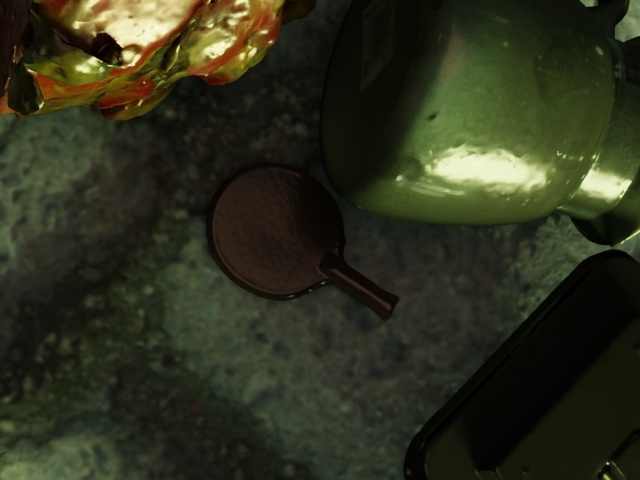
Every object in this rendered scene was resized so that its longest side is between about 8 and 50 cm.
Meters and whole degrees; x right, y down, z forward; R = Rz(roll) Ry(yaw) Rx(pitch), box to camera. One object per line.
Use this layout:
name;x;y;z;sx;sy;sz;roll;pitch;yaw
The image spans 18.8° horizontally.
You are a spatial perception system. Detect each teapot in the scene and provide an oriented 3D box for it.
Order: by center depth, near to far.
teapot;0.159;-0.122;1.535;0.285;0.305;0.223;16;119;-19

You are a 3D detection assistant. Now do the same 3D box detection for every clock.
clock;0.229;0.184;1.478;0.273;0.049;0.279;-44;101;-28

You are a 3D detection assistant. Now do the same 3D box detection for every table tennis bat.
table tennis bat;0.000;0.000;1.484;0.170;0.119;0.107;34;75;-6

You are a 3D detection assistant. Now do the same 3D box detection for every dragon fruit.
dragon fruit;-0.114;-0.242;1.406;0.262;0.296;0.314;-1;90;-19

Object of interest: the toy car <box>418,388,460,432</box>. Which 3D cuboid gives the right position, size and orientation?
toy car;0.154;0.129;1.529;0.170;0.070;0.080;-42;94;-19
